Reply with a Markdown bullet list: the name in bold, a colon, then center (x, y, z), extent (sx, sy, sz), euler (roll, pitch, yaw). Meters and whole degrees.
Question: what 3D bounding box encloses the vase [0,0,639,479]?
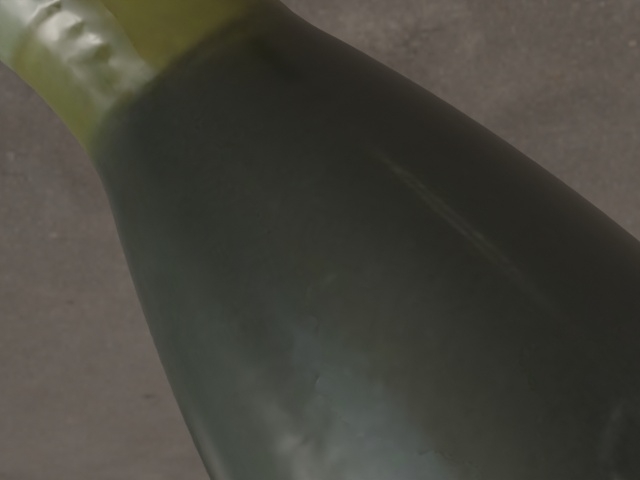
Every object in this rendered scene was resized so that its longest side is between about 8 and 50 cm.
- **vase**: center (0.000, 0.000, 0.400), extent (0.173, 0.321, 0.173), euler (-38, 175, -4)
